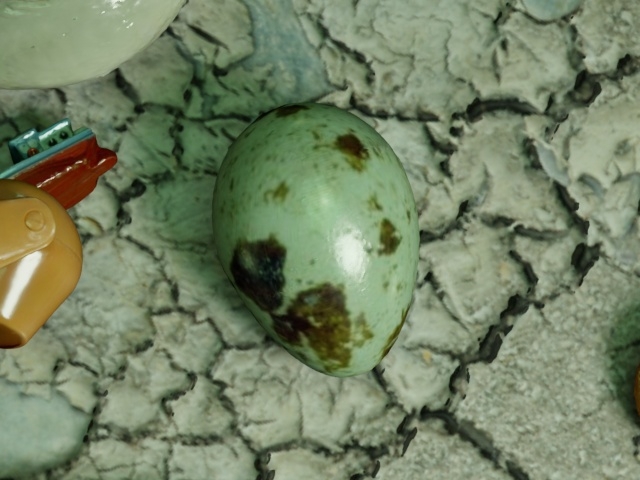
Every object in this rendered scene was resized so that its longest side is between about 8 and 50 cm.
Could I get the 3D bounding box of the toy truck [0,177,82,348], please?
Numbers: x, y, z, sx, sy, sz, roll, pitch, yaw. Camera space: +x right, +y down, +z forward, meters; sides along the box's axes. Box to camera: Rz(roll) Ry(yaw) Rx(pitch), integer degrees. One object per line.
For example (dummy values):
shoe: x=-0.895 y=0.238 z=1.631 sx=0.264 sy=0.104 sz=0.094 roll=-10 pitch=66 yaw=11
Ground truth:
toy truck: x=-0.314 y=-0.031 z=1.252 sx=0.239 sy=0.189 sz=0.265 roll=-17 pitch=83 yaw=-32

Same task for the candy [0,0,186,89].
candy: x=-0.232 y=-0.250 z=1.378 sx=0.295 sy=0.185 sz=0.295 roll=-1 pitch=82 yaw=6

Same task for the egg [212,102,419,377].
egg: x=0.000 y=0.000 z=1.374 sx=0.169 sy=0.169 sz=0.231 roll=-17 pitch=93 yaw=-14

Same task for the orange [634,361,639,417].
orange: x=0.341 y=0.125 z=1.436 sx=0.135 sy=0.117 sz=0.136 roll=5 pitch=72 yaw=-14

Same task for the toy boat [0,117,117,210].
toy boat: x=-0.255 y=-0.042 z=1.388 sx=0.173 sy=0.069 sz=0.059 roll=-35 pitch=65 yaw=-17
